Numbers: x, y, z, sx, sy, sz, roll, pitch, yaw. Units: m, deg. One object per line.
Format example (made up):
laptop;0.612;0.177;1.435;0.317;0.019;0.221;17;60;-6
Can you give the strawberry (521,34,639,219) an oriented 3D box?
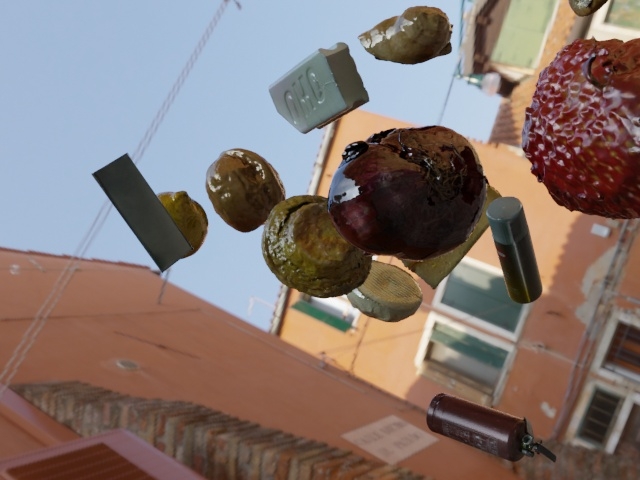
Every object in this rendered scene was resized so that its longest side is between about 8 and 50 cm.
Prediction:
strawberry;0.419;-0.173;0.991;0.343;0.292;0.292;9;-78;-78

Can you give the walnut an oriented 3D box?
walnut;-0.227;-0.158;2.121;0.224;0.257;0.257;-31;-45;-47

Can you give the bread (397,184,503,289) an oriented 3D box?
bread;0.301;-0.038;1.659;0.163;0.168;0.264;-50;1;44

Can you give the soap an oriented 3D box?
soap;-0.011;-0.393;1.886;0.095;0.290;0.172;-25;-86;-34

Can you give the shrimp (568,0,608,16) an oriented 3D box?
shrimp;0.652;-0.601;1.692;0.045;0.095;0.162;-16;-8;-21

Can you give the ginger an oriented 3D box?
ginger;0.164;-0.413;1.390;0.122;0.193;0.115;60;-149;-69

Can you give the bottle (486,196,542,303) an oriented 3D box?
bottle;0.441;0.025;1.603;0.082;0.082;0.286;-52;-44;-27

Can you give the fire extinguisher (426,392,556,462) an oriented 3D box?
fire extinguisher;0.366;0.408;1.522;0.105;0.269;0.104;-10;-76;-46

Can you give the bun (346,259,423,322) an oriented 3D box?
bun;0.221;0.197;2.534;0.287;0.287;0.146;-32;-35;-47

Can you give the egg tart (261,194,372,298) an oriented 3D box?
egg tart;0.000;0.000;1.751;0.294;0.294;0.123;-54;-4;-23

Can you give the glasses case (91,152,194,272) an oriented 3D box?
glasses case;-0.405;-0.059;1.604;0.105;0.056;0.266;-41;-77;-35

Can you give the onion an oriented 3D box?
onion;0.128;-0.068;1.113;0.281;0.281;0.221;-19;-93;-55

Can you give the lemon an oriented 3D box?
lemon;-0.396;-0.043;1.918;0.187;0.187;0.244;-43;-11;-37
